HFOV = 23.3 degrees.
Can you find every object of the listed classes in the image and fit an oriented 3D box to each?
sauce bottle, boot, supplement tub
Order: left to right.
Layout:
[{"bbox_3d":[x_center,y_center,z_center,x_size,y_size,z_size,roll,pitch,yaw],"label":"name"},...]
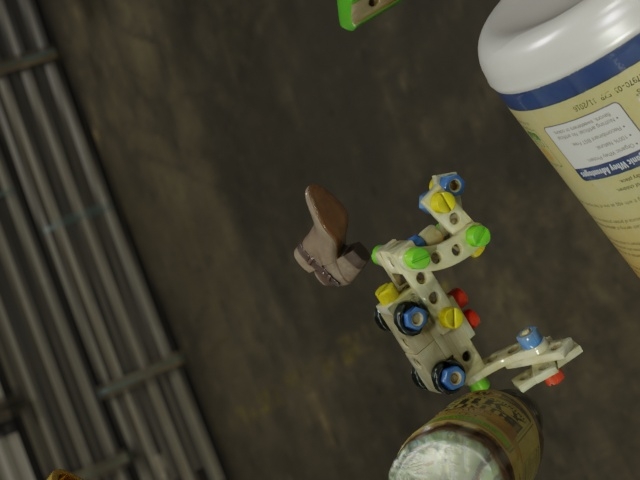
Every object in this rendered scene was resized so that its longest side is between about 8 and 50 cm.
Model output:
[{"bbox_3d":[0.000,0.000,1.702,0.087,0.042,0.118,-26,101,49],"label":"boot"},{"bbox_3d":[0.149,0.199,1.453,0.344,0.111,0.111,-13,-97,-75],"label":"sauce bottle"},{"bbox_3d":[0.285,-0.081,1.090,0.316,0.228,0.228,50,166,-16],"label":"supplement tub"}]

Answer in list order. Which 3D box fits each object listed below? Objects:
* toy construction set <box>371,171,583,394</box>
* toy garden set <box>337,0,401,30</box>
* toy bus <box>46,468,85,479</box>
[{"bbox_3d":[0.196,0.086,2.119,0.327,0.215,0.151,52,160,-2],"label":"toy construction set"},{"bbox_3d":[0.096,-0.314,1.282,0.049,0.204,0.244,35,147,37],"label":"toy garden set"},{"bbox_3d":[-0.263,0.309,1.426,0.104,0.202,0.191,34,147,-21],"label":"toy bus"}]
